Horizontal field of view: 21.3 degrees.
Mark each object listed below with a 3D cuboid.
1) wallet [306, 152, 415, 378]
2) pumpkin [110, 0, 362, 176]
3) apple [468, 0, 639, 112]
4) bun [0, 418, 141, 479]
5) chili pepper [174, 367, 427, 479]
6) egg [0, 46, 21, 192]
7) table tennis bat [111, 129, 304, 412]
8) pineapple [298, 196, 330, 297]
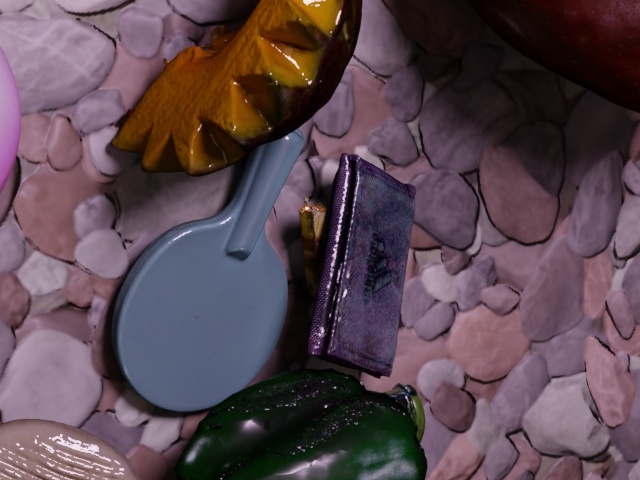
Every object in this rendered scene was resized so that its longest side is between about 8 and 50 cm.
[{"bbox_3d":[0.035,0.022,1.372,0.111,0.030,0.166,26,70,-57],"label":"wallet"},{"bbox_3d":[-0.018,-0.128,1.258,0.149,0.130,0.254,25,104,-47],"label":"pumpkin"},{"bbox_3d":[0.238,-0.258,1.324,0.288,0.288,0.317,-52,129,-11],"label":"apple"},{"bbox_3d":[-0.208,0.219,1.250,0.166,0.113,0.173,-43,96,-21],"label":"bun"},{"bbox_3d":[0.010,0.184,1.352,0.261,0.165,0.174,-19,100,-36],"label":"chili pepper"},{"bbox_3d":[-0.320,-0.053,1.075,0.271,0.196,0.196,-24,113,-13],"label":"egg"},{"bbox_3d":[-0.075,0.021,1.333,0.153,0.040,0.244,22,93,-38],"label":"table tennis bat"},{"bbox_3d":[0.000,0.000,1.369,0.045,0.019,0.083,-46,139,-43],"label":"pineapple"}]
